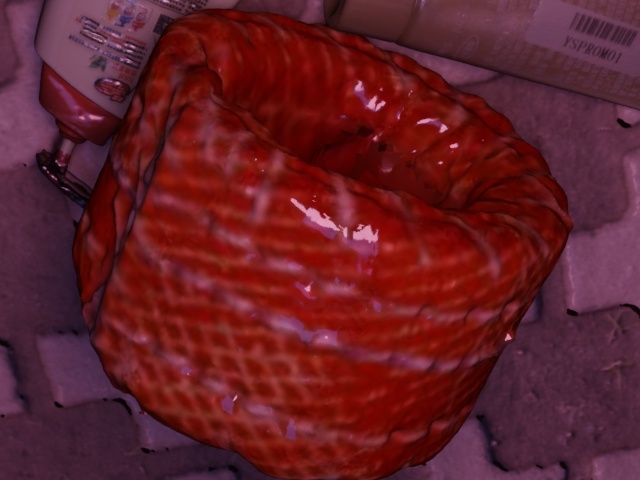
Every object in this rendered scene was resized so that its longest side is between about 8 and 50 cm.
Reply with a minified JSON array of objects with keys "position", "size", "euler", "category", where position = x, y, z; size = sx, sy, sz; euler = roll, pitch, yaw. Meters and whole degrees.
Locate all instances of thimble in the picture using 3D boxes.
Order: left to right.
[{"position":[0.000,0.000,1.216],"size":[0.350,0.350,0.230],"euler":[21,117,-11],"category":"thimble"}]

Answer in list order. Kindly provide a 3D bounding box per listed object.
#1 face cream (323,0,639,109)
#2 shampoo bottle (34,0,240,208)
[{"position":[0.175,-0.176,1.282],"size":[0.341,0.084,0.137],"euler":[9,118,-14],"category":"face cream"},{"position":[-0.156,-0.155,1.286],"size":[0.153,0.071,0.284],"euler":[24,115,-15],"category":"shampoo bottle"}]
